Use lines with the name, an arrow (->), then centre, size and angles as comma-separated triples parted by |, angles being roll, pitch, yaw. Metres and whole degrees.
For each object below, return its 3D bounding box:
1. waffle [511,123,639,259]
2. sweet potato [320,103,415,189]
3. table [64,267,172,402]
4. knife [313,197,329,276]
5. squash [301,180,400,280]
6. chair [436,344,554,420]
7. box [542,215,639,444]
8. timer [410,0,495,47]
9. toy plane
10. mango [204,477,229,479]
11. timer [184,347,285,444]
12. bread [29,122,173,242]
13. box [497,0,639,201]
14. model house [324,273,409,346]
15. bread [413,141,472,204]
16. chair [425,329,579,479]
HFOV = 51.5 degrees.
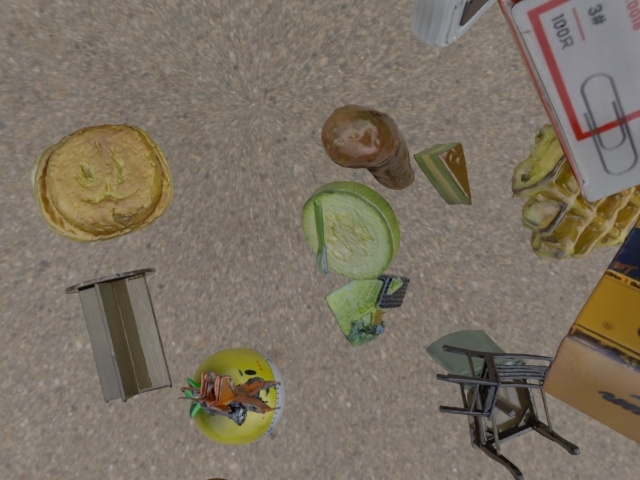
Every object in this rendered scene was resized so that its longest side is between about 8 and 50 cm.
waffle -> 0.319, -0.115, 0.710 | 0.283, 0.065, 0.309 | -26, 121, -21
sweet potato -> 0.084, -0.138, 0.979 | 0.097, 0.292, 0.097 | -3, 84, 25
table -> -0.367, 0.181, 1.244 | 0.167, 0.167, 0.227 | -14, 87, -3
knife -> 0.000, 0.000, 1.206 | 0.026, 0.022, 0.184 | -26, 131, -24
squash -> 0.067, -0.019, 1.567 | 0.252, 0.049, 0.252 | 16, 126, 24
chair -> 0.317, 0.252, 1.160 | 0.212, 0.101, 0.084 | 7, 118, 1
box -> 0.284, 0.056, 0.483 | 0.152, 0.237, 0.070 | 29, 135, 25
timer -> 0.272, -0.481, 1.195 | 0.087, 0.237, 0.262 | 39, 74, 15
toy plane -> -0.107, 0.213, 0.894 | 0.135, 0.188, 0.062 | 8, 80, 25
mango -> -0.222, 0.562, 1.229 | 0.139, 0.175, 0.254 | 30, 108, 27
timer -> -0.257, 0.415, 1.766 | 0.285, 0.285, 0.285 | -1, 102, -6
bread -> -0.380, -0.101, 1.167 | 0.236, 0.120, 0.198 | -21, 85, -18
box -> 0.207, -0.135, 0.450 | 0.133, 0.099, 0.182 | -22, 125, 19
model house -> 0.164, 0.172, 1.862 | 0.211, 0.194, 0.170 | -36, 70, 21
bread -> 0.255, -0.125, 1.370 | 0.084, 0.074, 0.139 | -28, 113, -37
chair -> 0.361, 0.323, 1.366 | 0.160, 0.319, 0.186 | -19, 105, -15
